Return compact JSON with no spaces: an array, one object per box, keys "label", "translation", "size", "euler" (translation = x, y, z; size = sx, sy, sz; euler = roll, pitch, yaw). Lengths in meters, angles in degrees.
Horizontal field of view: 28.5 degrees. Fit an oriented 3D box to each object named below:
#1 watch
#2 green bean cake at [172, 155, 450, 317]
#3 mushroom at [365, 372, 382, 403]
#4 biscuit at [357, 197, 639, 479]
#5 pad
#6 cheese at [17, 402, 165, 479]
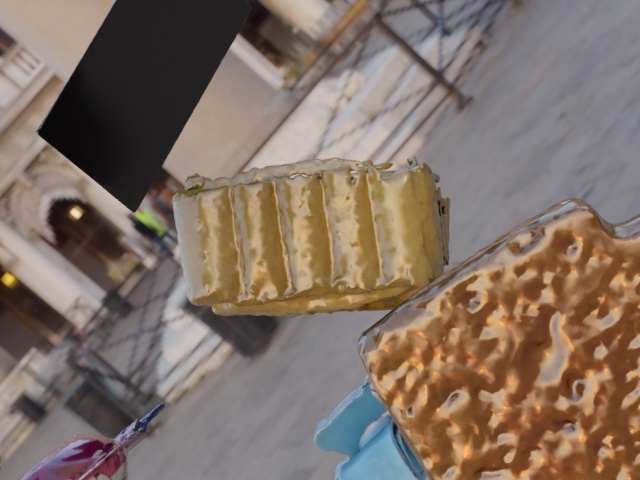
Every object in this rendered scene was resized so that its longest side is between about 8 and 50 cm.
[{"label":"watch","translation":[0.098,0.268,1.383],"size":[0.211,0.211,0.193],"euler":[-47,25,15]},{"label":"green bean cake","translation":[0.000,0.000,1.095],"size":[0.229,0.131,0.224],"euler":[-5,-2,6]},{"label":"mushroom","translation":[0.136,0.158,1.134],"size":[0.093,0.225,0.116],"euler":[-50,30,45]},{"label":"biscuit","translation":[0.165,0.072,0.537],"size":[0.043,0.301,0.278],"euler":[-39,-34,-81]},{"label":"pad","translation":[-0.159,-0.166,1.189],"size":[0.245,0.006,0.170],"euler":[-62,-32,-11]},{"label":"cheese","translation":[-0.176,0.176,0.890],"size":[0.155,0.062,0.244],"euler":[-40,-1,19]}]
